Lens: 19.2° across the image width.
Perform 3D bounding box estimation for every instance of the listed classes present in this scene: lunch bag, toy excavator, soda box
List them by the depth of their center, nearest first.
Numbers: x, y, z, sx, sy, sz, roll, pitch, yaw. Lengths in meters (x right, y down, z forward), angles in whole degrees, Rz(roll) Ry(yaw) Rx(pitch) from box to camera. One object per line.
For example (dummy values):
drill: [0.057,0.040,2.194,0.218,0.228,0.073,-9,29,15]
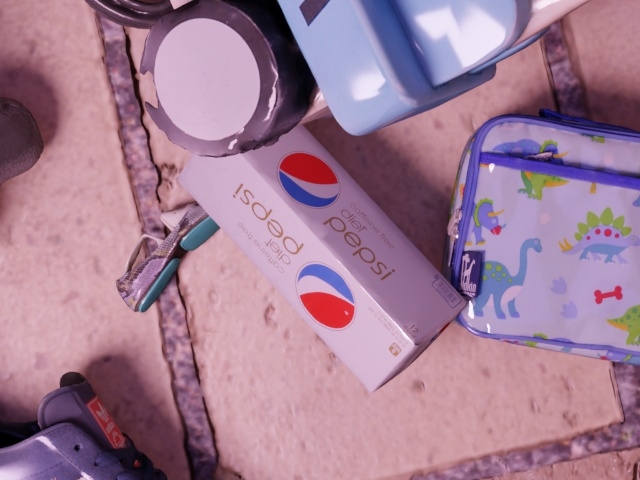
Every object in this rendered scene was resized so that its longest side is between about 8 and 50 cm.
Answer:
toy excavator: [0.109,-0.187,1.213,0.445,0.222,0.433,-27,89,30]
soda box: [0.000,0.000,1.361,0.216,0.074,0.069,48,48,10]
lunch bag: [0.201,-0.002,1.392,0.219,0.090,0.176,11,88,-3]

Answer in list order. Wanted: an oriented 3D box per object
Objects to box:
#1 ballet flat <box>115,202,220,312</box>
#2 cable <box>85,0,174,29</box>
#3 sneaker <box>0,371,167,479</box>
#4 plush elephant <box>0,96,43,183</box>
ballet flat: [-0.112,0.001,1.407,0.041,0.041,0.114,41,89,-2]
cable: [-0.238,-0.224,1.404,0.287,0.072,0.139,6,74,-14]
sneaker: [-0.151,0.182,1.361,0.350,0.131,0.148,17,95,-2]
plush elephant: [-0.392,-0.025,1.312,0.255,0.272,0.330,-8,53,33]
